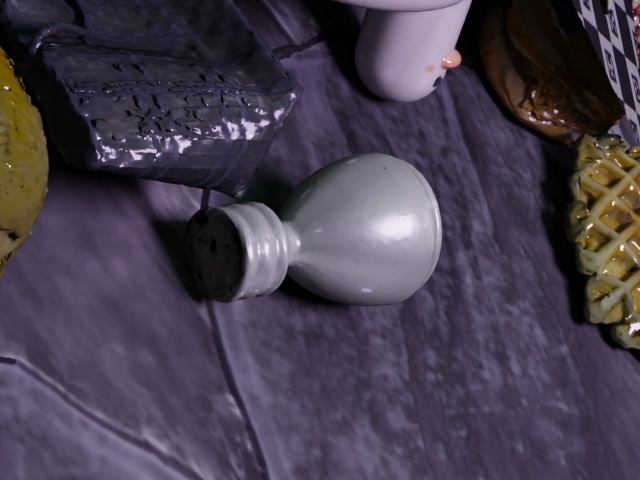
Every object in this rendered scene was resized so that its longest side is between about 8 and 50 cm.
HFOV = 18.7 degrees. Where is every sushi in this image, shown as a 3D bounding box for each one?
[{"bbox_3d":[0.199,-0.238,1.601,0.290,0.050,0.264,52,31,-48],"label":"sushi"}]

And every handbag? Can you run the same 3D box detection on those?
[{"bbox_3d":[-0.129,-0.122,1.229,0.175,0.088,0.270,8,35,-37],"label":"handbag"}]

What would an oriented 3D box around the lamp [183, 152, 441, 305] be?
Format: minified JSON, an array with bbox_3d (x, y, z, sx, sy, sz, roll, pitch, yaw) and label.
[{"bbox_3d":[0.000,0.000,1.299,0.193,0.106,0.106,-12,69,-42],"label":"lamp"}]

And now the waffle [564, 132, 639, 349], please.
[{"bbox_3d":[0.280,0.013,1.646,0.214,0.054,0.208,26,46,-37],"label":"waffle"}]

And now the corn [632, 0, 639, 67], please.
[{"bbox_3d":[0.264,-0.243,1.816,0.290,0.098,0.098,33,39,-29],"label":"corn"}]

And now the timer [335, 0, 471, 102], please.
[{"bbox_3d":[0.020,-0.240,1.484,0.233,0.240,0.233,14,28,-7],"label":"timer"}]

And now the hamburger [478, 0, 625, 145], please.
[{"bbox_3d":[0.201,-0.158,1.683,0.138,0.083,0.147,27,44,-39],"label":"hamburger"}]

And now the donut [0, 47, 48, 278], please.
[{"bbox_3d":[-0.257,-0.072,1.050,0.272,0.107,0.272,34,37,-30],"label":"donut"}]
